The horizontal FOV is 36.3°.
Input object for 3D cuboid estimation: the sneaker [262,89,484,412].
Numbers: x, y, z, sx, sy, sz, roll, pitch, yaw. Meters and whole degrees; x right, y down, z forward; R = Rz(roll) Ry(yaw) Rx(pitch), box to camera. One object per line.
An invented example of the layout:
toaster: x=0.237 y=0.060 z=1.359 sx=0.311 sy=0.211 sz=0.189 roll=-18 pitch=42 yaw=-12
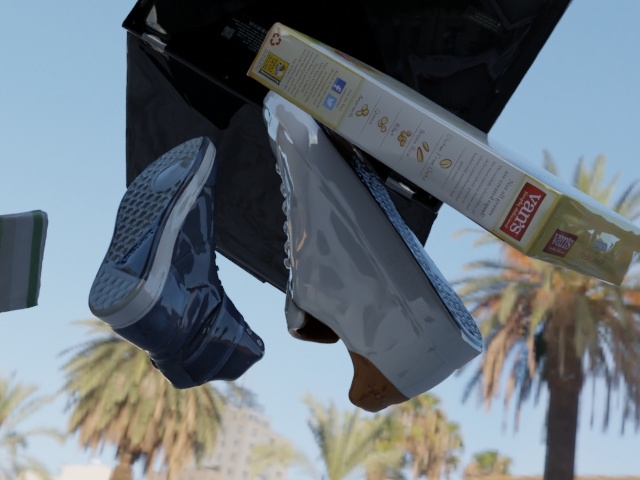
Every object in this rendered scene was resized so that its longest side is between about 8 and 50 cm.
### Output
sneaker: x=0.000 y=0.000 z=0.749 sx=0.123 sy=0.290 sz=0.106 roll=-39 pitch=-35 yaw=15

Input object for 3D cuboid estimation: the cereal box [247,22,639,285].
cereal box: x=0.086 y=-0.057 z=0.649 sx=0.240 sy=0.047 sz=0.173 roll=38 pitch=14 yaw=33

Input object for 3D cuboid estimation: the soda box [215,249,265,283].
soda box: x=-0.147 y=0.010 z=1.803 sx=0.169 sy=0.053 sz=0.060 roll=34 pitch=20 yaw=14

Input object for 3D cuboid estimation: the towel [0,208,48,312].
towel: x=-0.329 y=0.025 z=0.893 sx=0.152 sy=0.023 sz=0.113 roll=-8 pitch=-53 yaw=-35

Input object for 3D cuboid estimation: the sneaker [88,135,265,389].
sneaker: x=-0.111 y=0.027 z=0.881 sx=0.086 sy=0.226 sz=0.163 roll=-16 pitch=-49 yaw=31

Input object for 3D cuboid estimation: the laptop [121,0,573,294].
laptop: x=0.001 y=-0.153 z=1.068 sx=0.382 sy=0.407 sz=0.236 roll=32 pitch=-2 yaw=13
